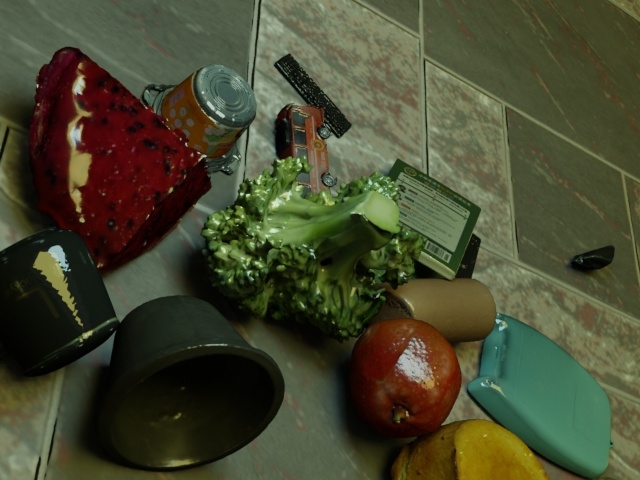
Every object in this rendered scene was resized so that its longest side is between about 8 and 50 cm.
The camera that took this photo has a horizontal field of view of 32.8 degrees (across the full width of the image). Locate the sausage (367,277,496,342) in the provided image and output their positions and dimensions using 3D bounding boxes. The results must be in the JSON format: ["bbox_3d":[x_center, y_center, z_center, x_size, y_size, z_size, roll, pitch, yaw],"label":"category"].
[{"bbox_3d":[0.198,0.130,1.989,0.253,0.123,0.123,0,64,-40],"label":"sausage"}]

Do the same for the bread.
[{"bbox_3d":[0.261,0.445,1.796,0.312,0.172,0.312,22,49,-28],"label":"bread"}]

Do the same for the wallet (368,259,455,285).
[{"bbox_3d":[0.142,0.022,2.060,0.236,0.055,0.160,-2,60,-38],"label":"wallet"}]

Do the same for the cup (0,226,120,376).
[{"bbox_3d":[-0.394,0.098,1.478,0.223,0.169,0.176,-31,93,-13],"label":"cup"}]

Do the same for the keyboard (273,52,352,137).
[{"bbox_3d":[-0.012,-0.289,2.157,0.195,0.018,0.060,48,40,-6],"label":"keyboard"}]

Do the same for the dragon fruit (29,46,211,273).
[{"bbox_3d":[-0.294,-0.154,1.659,0.330,0.240,0.302,61,24,-2],"label":"dragon fruit"}]

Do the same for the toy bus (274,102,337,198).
[{"bbox_3d":[-0.029,-0.148,2.011,0.096,0.073,0.234,10,58,-29],"label":"toy bus"}]

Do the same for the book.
[{"bbox_3d":[0.197,-0.046,2.090,0.202,0.027,0.264,30,34,1],"label":"book"}]

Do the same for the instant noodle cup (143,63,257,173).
[{"bbox_3d":[-0.190,-0.224,1.875,0.208,0.125,0.177,29,47,-24],"label":"instant noodle cup"}]

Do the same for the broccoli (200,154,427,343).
[{"bbox_3d":[-0.003,0.006,1.794,0.338,0.318,0.277,53,32,-51],"label":"broccoli"}]

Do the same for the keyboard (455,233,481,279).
[{"bbox_3d":[0.283,0.052,2.195,0.061,0.013,0.204,38,45,-16],"label":"keyboard"}]

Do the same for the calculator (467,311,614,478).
[{"bbox_3d":[0.453,0.309,2.149,0.386,0.054,0.256,38,44,-22],"label":"calculator"}]

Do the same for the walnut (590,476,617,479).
[{"bbox_3d":[0.509,0.540,1.947,0.198,0.198,0.244,25,50,-28],"label":"walnut"}]

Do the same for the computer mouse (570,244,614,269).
[{"bbox_3d":[0.618,0.044,2.451,0.135,0.079,0.047,-10,81,-48],"label":"computer mouse"}]

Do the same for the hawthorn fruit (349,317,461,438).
[{"bbox_3d":[0.137,0.241,1.790,0.196,0.196,0.225,43,26,-11],"label":"hawthorn fruit"}]

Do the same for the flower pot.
[{"bbox_3d":[-0.201,0.186,1.539,0.269,0.269,0.166,11,36,-37],"label":"flower pot"}]
